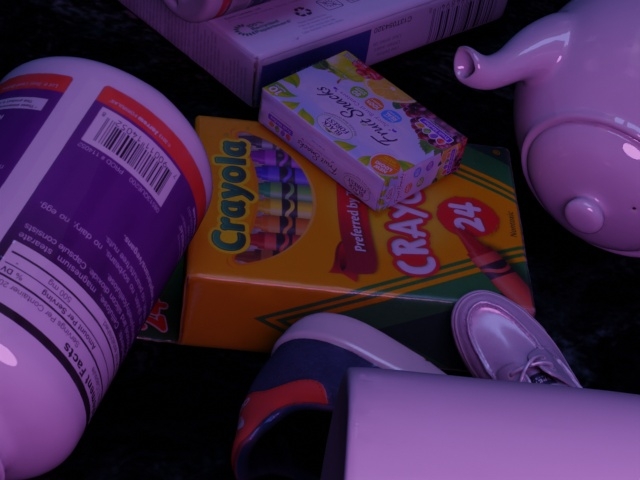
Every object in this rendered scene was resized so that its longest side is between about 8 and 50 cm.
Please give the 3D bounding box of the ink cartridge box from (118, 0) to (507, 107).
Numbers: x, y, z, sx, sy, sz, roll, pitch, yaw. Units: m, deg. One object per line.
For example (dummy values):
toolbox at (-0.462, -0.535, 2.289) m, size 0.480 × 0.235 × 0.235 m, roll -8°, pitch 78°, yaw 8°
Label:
ink cartridge box at (-0.039, -0.277, 1.692) m, size 0.324 × 0.071 × 0.330 m, roll -23°, pitch 48°, yaw -33°

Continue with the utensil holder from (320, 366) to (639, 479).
utensil holder at (0.184, 0.241, 0.964) m, size 0.385 × 0.328 × 0.328 m, roll 8°, pitch 41°, yaw -2°

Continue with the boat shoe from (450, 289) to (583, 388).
boat shoe at (0.159, 0.112, 1.253) m, size 0.066 × 0.063 × 0.184 m, roll -29°, pitch 80°, yaw -7°

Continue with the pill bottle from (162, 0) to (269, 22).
pill bottle at (-0.055, -0.266, 1.538) m, size 0.180 × 0.108 × 0.108 m, roll -23°, pitch 51°, yaw -33°

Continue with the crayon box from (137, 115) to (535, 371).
crayon box at (0.000, 0.000, 1.377) m, size 0.318 × 0.081 × 0.202 m, roll 5°, pitch 42°, yaw -7°

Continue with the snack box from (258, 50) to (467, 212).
snack box at (0.033, -0.090, 1.395) m, size 0.100 × 0.037 × 0.141 m, roll -29°, pitch 55°, yaw -36°

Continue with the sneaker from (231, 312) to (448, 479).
sneaker at (0.099, 0.178, 1.174) m, size 0.350 × 0.131 × 0.148 m, roll 19°, pitch 44°, yaw 20°

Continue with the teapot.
teapot at (0.259, -0.072, 1.420) m, size 0.256 × 0.252 × 0.187 m, roll 18°, pitch 54°, yaw 26°

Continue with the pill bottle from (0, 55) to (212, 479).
pill bottle at (-0.212, 0.036, 1.191) m, size 0.181 × 0.181 × 0.323 m, roll 20°, pitch 53°, yaw 10°
